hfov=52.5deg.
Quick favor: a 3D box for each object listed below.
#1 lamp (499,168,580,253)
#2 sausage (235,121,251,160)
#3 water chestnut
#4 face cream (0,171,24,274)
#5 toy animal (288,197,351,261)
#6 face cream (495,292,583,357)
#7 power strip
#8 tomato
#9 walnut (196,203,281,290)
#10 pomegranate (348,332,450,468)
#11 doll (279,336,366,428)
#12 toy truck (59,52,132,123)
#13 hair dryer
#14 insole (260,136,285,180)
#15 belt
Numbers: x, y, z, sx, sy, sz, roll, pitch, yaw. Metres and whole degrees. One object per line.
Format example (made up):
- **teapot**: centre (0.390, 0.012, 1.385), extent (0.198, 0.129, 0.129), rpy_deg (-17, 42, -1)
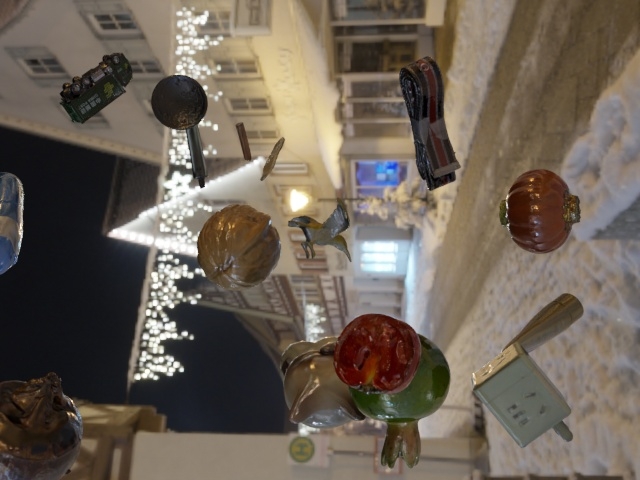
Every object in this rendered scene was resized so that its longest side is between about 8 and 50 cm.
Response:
- **lamp**: centre (0.569, -0.075, 1.686), extent (0.223, 0.196, 0.224), rpy_deg (3, -94, -57)
- **sausage**: centre (-0.222, -0.285, 1.884), extent (0.026, 0.026, 0.116), rpy_deg (-82, -18, -61)
- **water chestnut**: centre (-0.551, 0.354, 1.203), extent (0.238, 0.223, 0.224), rpy_deg (-61, 2, 13)
- **face cream**: centre (-0.640, -0.032, 1.294), extent (0.149, 0.083, 0.264), rpy_deg (-62, 33, 26)
- **toy animal**: centre (0.000, 0.000, 1.347), extent (0.219, 0.095, 0.155), rpy_deg (-4, 119, 59)
- **face cream**: centre (0.569, 0.256, 1.746), extent (0.084, 0.341, 0.137), rpy_deg (50, 154, 24)
- **power strip**: centre (0.457, 0.359, 1.433), extent (0.224, 0.140, 0.139), rpy_deg (51, -170, 4)
- **tomato**: centre (0.111, 0.204, 1.134), extent (0.091, 0.159, 0.139), rpy_deg (29, -115, -50)
- **walnut**: centre (-0.212, 0.014, 1.718), extent (0.261, 0.224, 0.225), rpy_deg (-63, -26, -55)
- **pomegranate**: centre (0.177, 0.353, 1.455), extent (0.236, 0.235, 0.302), rpy_deg (73, -166, -74)
- **doll**: centre (0.001, 0.371, 1.729), extent (0.370, 0.214, 0.226), rpy_deg (132, 142, -81)
- **toy truck**: centre (-0.737, -0.512, 2.148), extent (0.259, 0.088, 0.121), rpy_deg (-47, -49, -24)
- **hair dryer**: centre (-0.369, -0.323, 1.958), extent (0.320, 0.155, 0.284), rpy_deg (107, 138, -88)
- **insole**: centre (-0.147, -0.251, 1.979), extent (0.081, 0.011, 0.248), rpy_deg (-42, 19, 28)
- **belt**: centre (0.291, -0.310, 1.743), extent (0.126, 0.094, 0.360), rpy_deg (-128, 19, -60)
